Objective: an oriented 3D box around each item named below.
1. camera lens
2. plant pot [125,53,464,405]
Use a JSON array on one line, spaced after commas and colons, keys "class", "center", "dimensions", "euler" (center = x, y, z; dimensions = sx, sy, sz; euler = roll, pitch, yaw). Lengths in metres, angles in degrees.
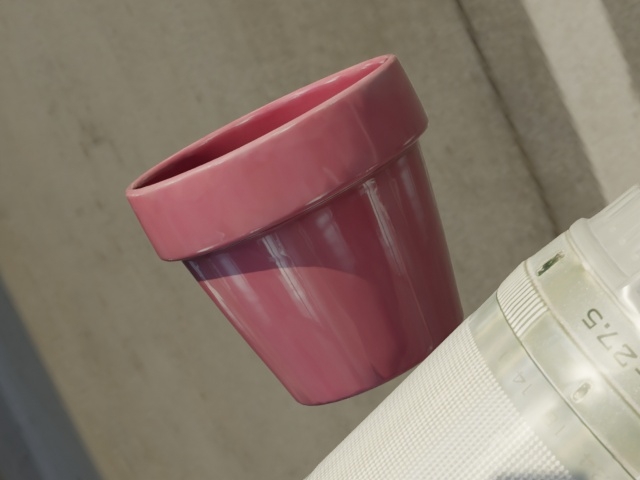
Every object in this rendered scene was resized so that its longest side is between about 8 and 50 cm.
[{"class": "camera lens", "center": [0.131, 0.136, 0.714], "dimensions": [0.219, 0.274, 0.219], "euler": [41, -167, -11]}, {"class": "plant pot", "center": [0.000, 0.000, 0.941], "dimensions": [0.201, 0.201, 0.180], "euler": [-11, 109, 59]}]
